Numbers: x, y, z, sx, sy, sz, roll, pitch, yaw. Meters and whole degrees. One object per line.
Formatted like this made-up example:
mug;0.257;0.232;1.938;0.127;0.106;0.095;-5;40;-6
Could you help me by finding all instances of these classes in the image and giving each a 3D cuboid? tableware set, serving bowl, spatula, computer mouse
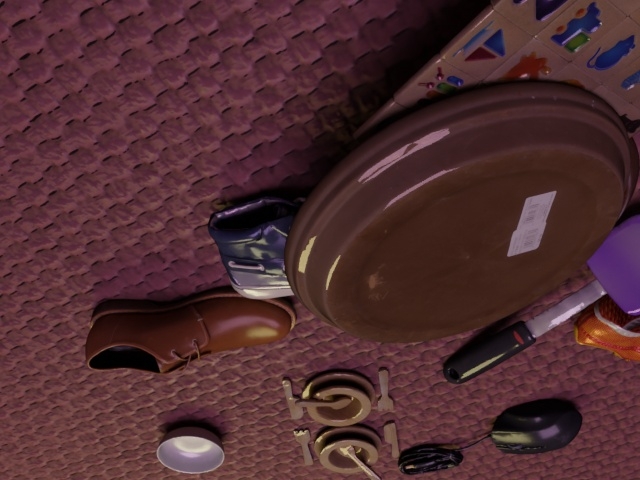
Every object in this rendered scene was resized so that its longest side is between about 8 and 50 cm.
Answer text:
tableware set;0.028;0.232;0.774;0.128;0.039;0.194;-7;130;4
serving bowl;-0.161;0.257;0.798;0.083;0.027;0.083;-1;131;-1
spatula;0.229;0.076;0.637;0.296;0.030;0.084;-41;77;35
computer mouse;0.210;0.261;0.803;0.242;0.041;0.071;-27;127;20

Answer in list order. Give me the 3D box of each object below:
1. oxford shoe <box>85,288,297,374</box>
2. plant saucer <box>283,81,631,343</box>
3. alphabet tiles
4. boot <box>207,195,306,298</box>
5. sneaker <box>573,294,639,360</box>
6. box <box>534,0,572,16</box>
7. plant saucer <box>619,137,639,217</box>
oxford shoe;-0.128;0.100;0.637;0.212;0.076;0.076;-7;128;2
plant saucer;0.110;0.002;0.490;0.278;0.041;0.277;-12;143;-9
alphabet tiles;0.169;-0.109;0.407;0.198;0.009;0.237;14;140;-37
boot;0.000;0.000;0.556;0.190;0.069;0.086;-11;135;9
sneaker;0.347;0.100;0.668;0.175;0.064;0.067;19;143;-8
box;0.138;-0.207;0.365;0.087;0.101;0.102;-21;130;15
plant saucer;0.196;-0.038;0.558;0.169;0.029;0.168;-1;131;-1
